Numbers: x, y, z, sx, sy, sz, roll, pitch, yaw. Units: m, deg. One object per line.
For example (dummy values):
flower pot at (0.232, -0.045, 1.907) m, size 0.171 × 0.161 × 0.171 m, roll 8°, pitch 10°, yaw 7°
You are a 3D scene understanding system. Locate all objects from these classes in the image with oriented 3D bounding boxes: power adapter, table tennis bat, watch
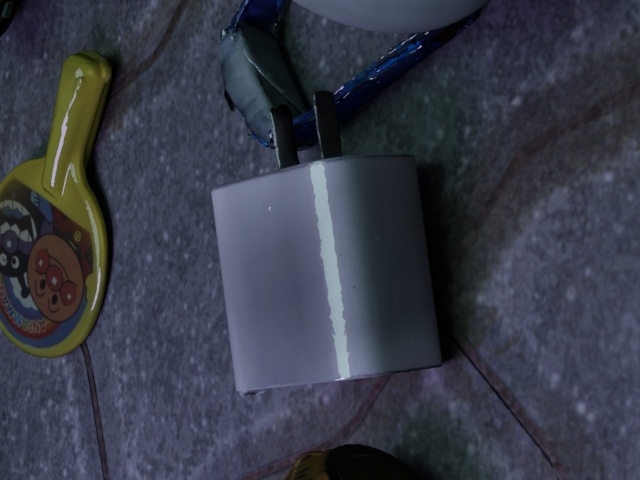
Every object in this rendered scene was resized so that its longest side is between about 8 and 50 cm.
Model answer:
power adapter at (0.000, 0.000, 1.382) m, size 0.187 × 0.124 × 0.255 m, roll -12°, pitch 83°, yaw 47°
table tennis bat at (-0.302, -0.039, 1.803) m, size 0.224 × 0.054 × 0.368 m, roll 33°, pitch 114°, yaw 37°
watch at (-0.001, -0.243, 1.456) m, size 0.274 × 0.068 × 0.276 m, roll -38°, pitch 60°, yaw 41°

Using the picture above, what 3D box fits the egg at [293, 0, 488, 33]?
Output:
egg at (0.014, -0.310, 1.259) m, size 0.371 × 0.230 × 0.230 m, roll 46°, pitch 121°, yaw 32°

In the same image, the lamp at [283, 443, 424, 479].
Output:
lamp at (0.015, 0.277, 1.343) m, size 0.161 × 0.161 × 0.185 m, roll 49°, pitch 125°, yaw 39°

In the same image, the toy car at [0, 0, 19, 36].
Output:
toy car at (-0.441, -0.322, 1.928) m, size 0.306 × 0.125 × 0.136 m, roll 43°, pitch 118°, yaw 54°
